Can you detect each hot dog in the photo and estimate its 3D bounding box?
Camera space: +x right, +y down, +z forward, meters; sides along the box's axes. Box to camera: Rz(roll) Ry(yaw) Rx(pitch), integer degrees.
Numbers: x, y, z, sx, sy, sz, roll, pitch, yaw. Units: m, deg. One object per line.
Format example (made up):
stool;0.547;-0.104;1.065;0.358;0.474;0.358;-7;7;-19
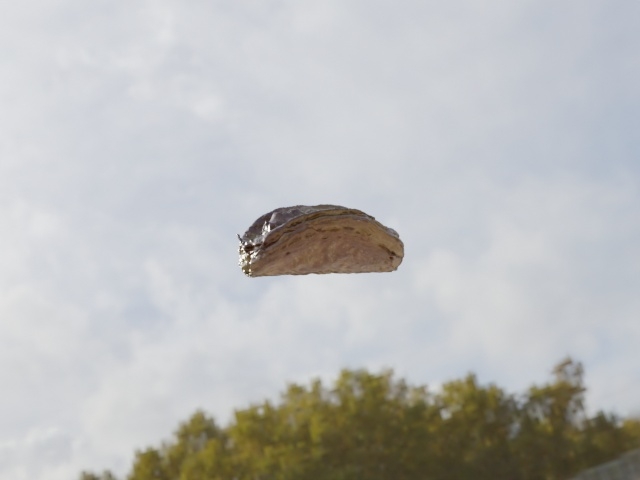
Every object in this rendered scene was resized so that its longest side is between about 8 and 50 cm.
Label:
hot dog;0.000;0.000;0.684;0.083;0.035;0.058;-2;5;-16
